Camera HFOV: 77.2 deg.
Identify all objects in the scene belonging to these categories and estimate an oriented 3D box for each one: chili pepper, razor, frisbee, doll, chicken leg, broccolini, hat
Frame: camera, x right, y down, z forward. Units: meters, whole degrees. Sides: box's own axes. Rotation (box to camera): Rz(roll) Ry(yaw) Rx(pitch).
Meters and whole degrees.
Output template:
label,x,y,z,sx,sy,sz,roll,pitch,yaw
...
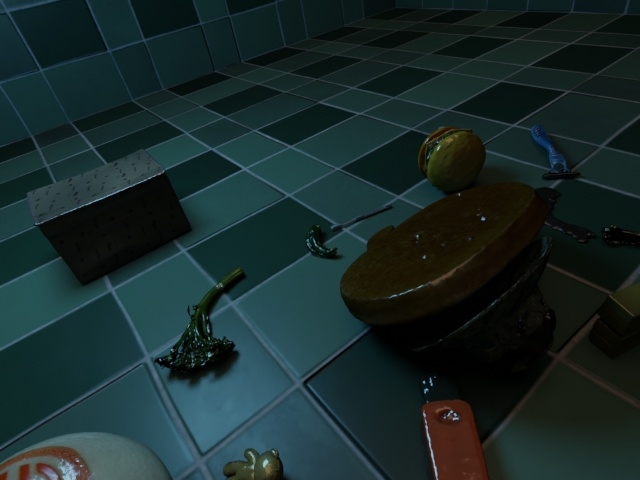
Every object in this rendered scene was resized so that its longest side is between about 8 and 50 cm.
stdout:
label,x,y,z,sx,sy,sz,roll,pitch,yaw
chili pepper,-0.007,0.003,0.911,0.055,0.035,0.118,-34,37,-1
razor,0.601,-0.242,1.056,0.082,0.042,0.253,-2,38,14
frisbee,0.494,-0.049,0.864,0.211,0.012,0.187,-30,42,-23
doll,-0.093,0.308,0.536,0.093,0.051,0.061,-6,45,9
chicken leg,0.668,-0.009,0.740,0.254,0.051,0.106,-4,33,11
broccolini,-0.194,0.141,0.777,0.123,0.062,0.271,11,39,12
hat,0.273,0.121,0.604,0.128,0.265,0.265,47,59,6

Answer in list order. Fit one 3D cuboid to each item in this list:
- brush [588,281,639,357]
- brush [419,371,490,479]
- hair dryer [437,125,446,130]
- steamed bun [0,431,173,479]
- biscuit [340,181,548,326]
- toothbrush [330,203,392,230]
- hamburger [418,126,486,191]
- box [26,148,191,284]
label,x,y,z,sx,sy,sz,roll,pitch,yaw
brush,0.528,0.090,0.610,0.234,0.103,0.047,-19,41,-12
brush,0.169,0.299,0.479,0.070,0.051,0.323,-5,39,5
hair dryer,0.402,-0.303,1.196,0.124,0.037,0.063,17,47,22
steamed bun,-0.308,0.347,0.440,0.283,0.177,0.283,-7,39,6
biscuit,0.205,0.017,0.729,0.394,0.070,0.350,-34,14,-18
toothbrush,0.100,-0.058,0.979,0.167,0.011,0.014,-22,34,-13
hamburger,0.320,-0.202,0.987,0.162,0.162,0.115,-19,36,-9
box,-0.529,-0.073,1.019,0.297,0.190,0.225,-30,41,-24
